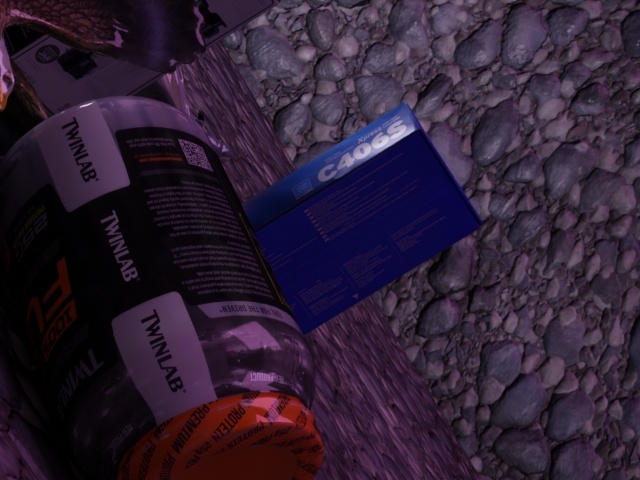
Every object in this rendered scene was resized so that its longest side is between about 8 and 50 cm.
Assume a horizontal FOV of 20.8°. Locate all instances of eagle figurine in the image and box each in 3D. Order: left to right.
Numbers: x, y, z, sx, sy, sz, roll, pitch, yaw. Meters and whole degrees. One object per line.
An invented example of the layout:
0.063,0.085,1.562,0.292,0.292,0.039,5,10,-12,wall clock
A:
-0.279,-0.187,1.495,0.298,0.226,0.225,21,72,-52,eagle figurine

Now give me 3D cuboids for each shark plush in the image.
-0.195,-0.167,2.555,0.161,0.067,0.073,56,8,-22,shark plush

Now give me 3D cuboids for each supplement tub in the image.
-0.133,0.064,1.422,0.207,0.207,0.338,49,11,-55,supplement tub

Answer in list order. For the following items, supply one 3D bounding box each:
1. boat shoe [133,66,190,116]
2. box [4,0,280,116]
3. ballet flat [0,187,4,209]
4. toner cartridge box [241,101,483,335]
-0.233,-0.204,2.290,0.103,0.118,0.320,59,7,-58,boat shoe
-0.208,-0.258,1.926,0.087,0.290,0.169,63,9,32,box
-0.295,-0.050,1.344,0.074,0.074,0.203,60,5,13,ballet flat
0.000,0.000,2.054,0.165,0.348,0.075,55,7,-32,toner cartridge box
